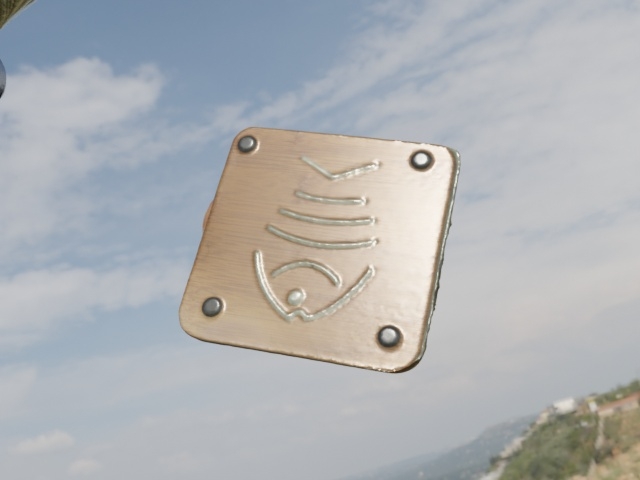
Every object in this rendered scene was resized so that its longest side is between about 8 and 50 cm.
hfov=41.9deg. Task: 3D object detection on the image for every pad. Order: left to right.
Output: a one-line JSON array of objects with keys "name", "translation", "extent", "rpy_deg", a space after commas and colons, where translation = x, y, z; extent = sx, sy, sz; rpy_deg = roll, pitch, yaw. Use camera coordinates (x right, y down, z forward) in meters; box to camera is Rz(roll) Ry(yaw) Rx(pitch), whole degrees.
[{"name": "pad", "translation": [0.000, 0.000, 0.952], "extent": [0.286, 0.284, 0.018], "rpy_deg": [7, -24, 16]}]

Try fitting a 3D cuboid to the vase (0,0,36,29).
[{"name": "vase", "translation": [-0.370, -0.226, 0.852], "extent": [0.219, 0.096, 0.096], "rpy_deg": [-41, -22, 13]}]

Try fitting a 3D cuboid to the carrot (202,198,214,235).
[{"name": "carrot", "translation": [-0.066, -0.041, 1.243], "extent": [0.159, 0.159, 0.225], "rpy_deg": [-6, -15, -32]}]

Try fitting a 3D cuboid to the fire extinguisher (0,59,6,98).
[{"name": "fire extinguisher", "translation": [-0.206, -0.098, 0.436], "extent": [0.050, 0.062, 0.177], "rpy_deg": [-25, 5, -7]}]
